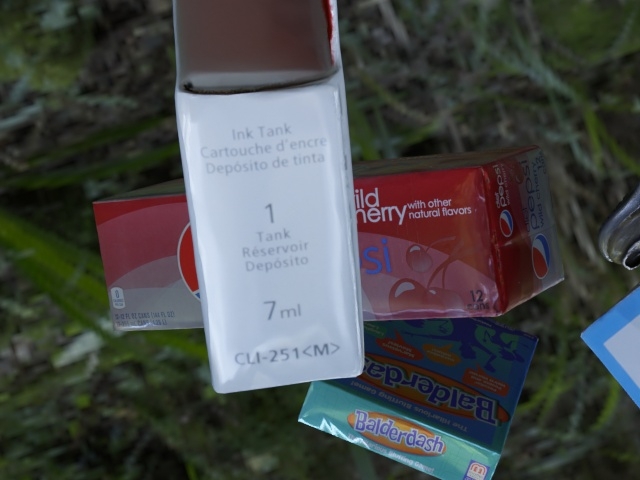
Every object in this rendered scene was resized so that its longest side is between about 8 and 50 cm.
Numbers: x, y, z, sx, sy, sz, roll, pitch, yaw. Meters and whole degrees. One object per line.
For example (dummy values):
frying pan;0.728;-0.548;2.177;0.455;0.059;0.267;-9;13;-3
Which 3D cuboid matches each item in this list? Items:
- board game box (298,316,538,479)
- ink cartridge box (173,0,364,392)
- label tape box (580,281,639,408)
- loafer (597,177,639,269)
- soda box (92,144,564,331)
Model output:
board game box;0.087;0.114;1.392;0.210;0.160;0.047;-58;168;-62
ink cartridge box;-0.029;-0.120;0.624;0.060;0.238;0.275;-6;-145;-1
label tape box;0.339;0.058;0.929;0.348;0.249;0.115;-29;166;-46
loafer;0.322;-0.027;1.537;0.080;0.078;0.220;-39;164;-25
soda box;0.000;0.000;0.967;0.263;0.083;0.092;-5;-172;31
